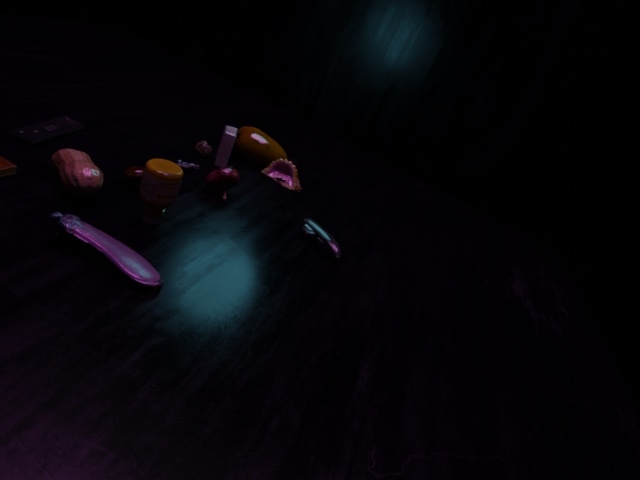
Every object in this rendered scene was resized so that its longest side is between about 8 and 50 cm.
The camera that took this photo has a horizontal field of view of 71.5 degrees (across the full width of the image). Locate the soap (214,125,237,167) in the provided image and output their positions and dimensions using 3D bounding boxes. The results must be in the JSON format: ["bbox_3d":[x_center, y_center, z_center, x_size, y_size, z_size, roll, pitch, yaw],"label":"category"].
[{"bbox_3d":[-0.461,-0.454,2.154,0.064,0.183,0.121,17,29,-18],"label":"soap"}]

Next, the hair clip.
[{"bbox_3d":[-0.604,0.034,1.278,0.359,0.110,0.095,28,66,-4],"label":"hair clip"}]

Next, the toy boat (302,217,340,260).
[{"bbox_3d":[0.000,0.000,1.856,0.085,0.078,0.260,-22,47,-26],"label":"toy boat"}]

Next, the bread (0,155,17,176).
[{"bbox_3d":[-1.046,-0.238,1.420,0.094,0.035,0.090,29,27,6],"label":"bread"}]

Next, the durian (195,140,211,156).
[{"bbox_3d":[-0.567,-0.449,2.169,0.080,0.080,0.091,26,47,1],"label":"durian"}]

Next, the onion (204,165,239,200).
[{"bbox_3d":[-0.411,-0.235,1.897,0.150,0.150,0.140,-5,70,-46],"label":"onion"}]

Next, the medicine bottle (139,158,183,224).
[{"bbox_3d":[-0.549,-0.158,1.506,0.122,0.212,0.122,20,27,-11],"label":"medicine bottle"}]

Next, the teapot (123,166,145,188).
[{"bbox_3d":[-0.685,-0.233,1.692,0.098,0.078,0.129,-6,-5,29],"label":"teapot"}]

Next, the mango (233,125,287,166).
[{"bbox_3d":[-0.313,-0.480,2.350,0.317,0.173,0.211,28,4,-16],"label":"mango"}]

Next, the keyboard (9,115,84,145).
[{"bbox_3d":[-1.080,-0.440,1.769,0.106,0.027,0.317,27,26,-4],"label":"keyboard"}]

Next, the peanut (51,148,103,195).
[{"bbox_3d":[-0.827,-0.235,1.508,0.130,0.130,0.290,-2,31,-43],"label":"peanut"}]

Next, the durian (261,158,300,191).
[{"bbox_3d":[-0.188,-0.334,2.287,0.182,0.165,0.132,14,62,27],"label":"durian"}]

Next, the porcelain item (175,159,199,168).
[{"bbox_3d":[-0.620,-0.343,1.997,0.075,0.021,0.136,35,27,27],"label":"porcelain item"}]
